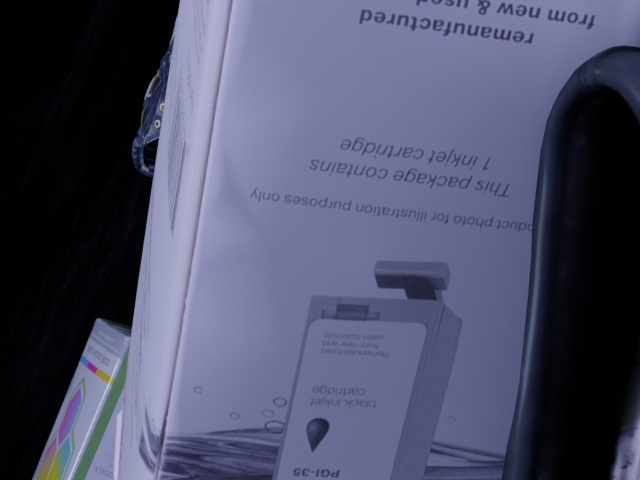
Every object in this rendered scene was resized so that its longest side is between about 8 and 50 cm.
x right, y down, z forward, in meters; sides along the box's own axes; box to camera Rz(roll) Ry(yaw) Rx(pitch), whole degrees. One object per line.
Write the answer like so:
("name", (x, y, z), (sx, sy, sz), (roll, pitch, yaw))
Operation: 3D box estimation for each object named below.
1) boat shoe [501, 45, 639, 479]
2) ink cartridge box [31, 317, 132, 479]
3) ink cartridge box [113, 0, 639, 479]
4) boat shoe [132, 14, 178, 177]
("boat shoe", (0.062, 0.107, 0.306), (0.127, 0.113, 0.340), (-22, 48, 66))
("ink cartridge box", (-0.149, 0.162, 0.948), (0.209, 0.062, 0.109), (-68, 18, -3))
("ink cartridge box", (0.000, 0.000, 0.502), (0.207, 0.117, 0.283), (-100, 19, -61))
("boat shoe", (-0.106, -0.123, 1.195), (0.183, 0.065, 0.083), (129, 155, -55))
